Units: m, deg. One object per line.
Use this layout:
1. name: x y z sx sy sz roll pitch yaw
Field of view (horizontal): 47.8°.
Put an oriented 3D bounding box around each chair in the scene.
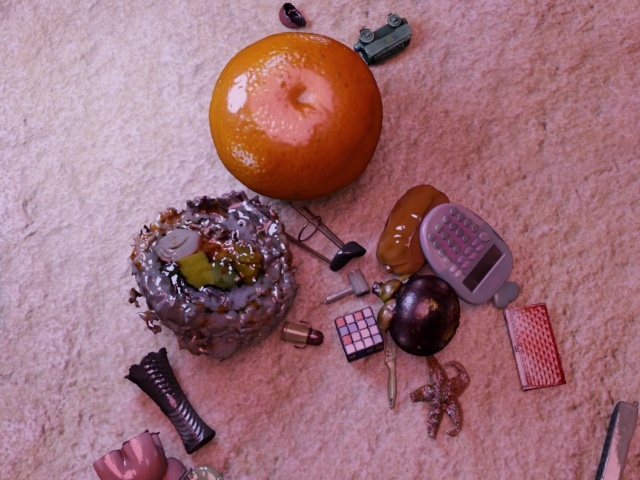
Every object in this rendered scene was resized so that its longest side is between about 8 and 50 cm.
1. chair: 0.001 -0.001 1.780 0.222 0.104 0.095 35 102 20

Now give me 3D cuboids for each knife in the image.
1. knife: 0.165 0.291 1.695 0.030 0.014 0.207 1 68 4

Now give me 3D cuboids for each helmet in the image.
1. helmet: -0.085 -0.623 2.037 0.084 0.049 0.065 50 43 -6

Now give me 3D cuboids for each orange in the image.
1. orange: -0.060 -0.297 1.767 0.425 0.326 0.423 0 86 -6

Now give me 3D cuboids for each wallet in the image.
1. wallet: 0.498 0.246 1.683 0.103 0.020 0.196 -9 69 1

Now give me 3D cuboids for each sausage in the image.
1. sausage: 0.223 -0.025 1.751 0.136 0.120 0.241 1 58 52

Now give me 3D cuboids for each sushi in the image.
1. sushi: -0.249 0.073 1.680 0.418 0.175 0.417 7 55 -10

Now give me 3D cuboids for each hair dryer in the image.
1. hair dryer: 0.054 0.122 1.758 0.124 0.038 0.063 -26 68 2

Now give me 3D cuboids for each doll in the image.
1. doll: -0.348 0.554 1.527 0.284 0.216 0.268 -32 77 -10

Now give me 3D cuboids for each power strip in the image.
1. power strip: 0.631 0.474 1.556 0.048 0.080 0.285 20 71 13

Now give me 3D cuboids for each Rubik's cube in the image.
1. Rubik's cube: 0.090 0.220 1.683 0.092 0.092 0.092 -19 70 -3

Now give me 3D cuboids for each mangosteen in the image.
1. mangosteen: 0.209 0.160 1.651 0.217 0.192 0.192 20 72 25

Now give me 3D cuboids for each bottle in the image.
1. bottle: -0.042 0.226 1.719 0.101 0.047 0.063 12 107 4

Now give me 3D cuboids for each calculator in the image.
1. calculator: 0.355 0.042 1.707 0.299 0.041 0.185 45 71 -10

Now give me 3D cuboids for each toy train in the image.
1. toy train: 0.176 -0.549 1.982 0.172 0.070 0.099 -31 78 -9

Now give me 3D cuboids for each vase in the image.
1. vase: -0.337 0.371 1.658 0.115 0.115 0.237 -38 76 -10

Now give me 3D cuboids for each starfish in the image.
1. starfish: 0.273 0.349 1.656 0.150 0.053 0.209 -8 64 -12
